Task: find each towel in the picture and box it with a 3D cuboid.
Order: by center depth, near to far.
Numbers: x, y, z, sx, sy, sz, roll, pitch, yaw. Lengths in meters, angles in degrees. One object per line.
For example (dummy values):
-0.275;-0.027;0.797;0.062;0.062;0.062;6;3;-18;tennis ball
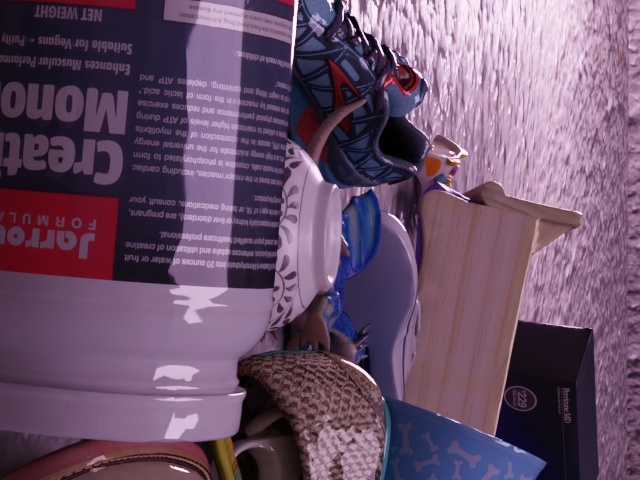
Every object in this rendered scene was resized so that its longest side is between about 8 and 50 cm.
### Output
-0.065;0.138;1.303;0.102;0.021;0.237;-113;-172;-57;towel

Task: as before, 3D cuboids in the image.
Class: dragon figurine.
0.000;0.000;1.598;0.144;0.085;0.289;-53;149;-64;dragon figurine

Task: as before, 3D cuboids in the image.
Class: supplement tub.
-0.114;-0.039;1.017;0.191;0.191;0.272;5;90;-74;supplement tub

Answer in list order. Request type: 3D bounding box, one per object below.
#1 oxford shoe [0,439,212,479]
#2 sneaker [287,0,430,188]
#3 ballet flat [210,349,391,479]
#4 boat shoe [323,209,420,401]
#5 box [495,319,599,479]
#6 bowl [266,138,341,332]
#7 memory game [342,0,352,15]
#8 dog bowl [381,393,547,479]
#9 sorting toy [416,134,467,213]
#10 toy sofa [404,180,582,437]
-0.102;0.217;1.192;0.348;0.123;0.130;58;10;-63;oxford shoe
0.028;-0.147;1.557;0.262;0.125;0.104;68;35;-47;sneaker
-0.049;0.319;1.459;0.182;0.164;0.482;12;77;-42;ballet flat
0.052;0.067;1.793;0.088;0.096;0.267;-71;161;-49;boat shoe
0.234;0.219;2.294;0.103;0.184;0.261;-68;157;-45;box
-0.029;-0.005;1.357;0.170;0.080;0.170;2;90;-80;bowl
0.004;-0.148;1.701;0.186;0.012;0.186;5;90;-74;memory game
0.070;0.185;1.640;0.297;0.166;0.074;3;-110;66;dog bowl
0.126;-0.068;2.108;0.075;0.045;0.083;-70;169;21;sorting toy
0.150;0.123;2.064;0.150;0.177;0.362;147;-45;-80;toy sofa
